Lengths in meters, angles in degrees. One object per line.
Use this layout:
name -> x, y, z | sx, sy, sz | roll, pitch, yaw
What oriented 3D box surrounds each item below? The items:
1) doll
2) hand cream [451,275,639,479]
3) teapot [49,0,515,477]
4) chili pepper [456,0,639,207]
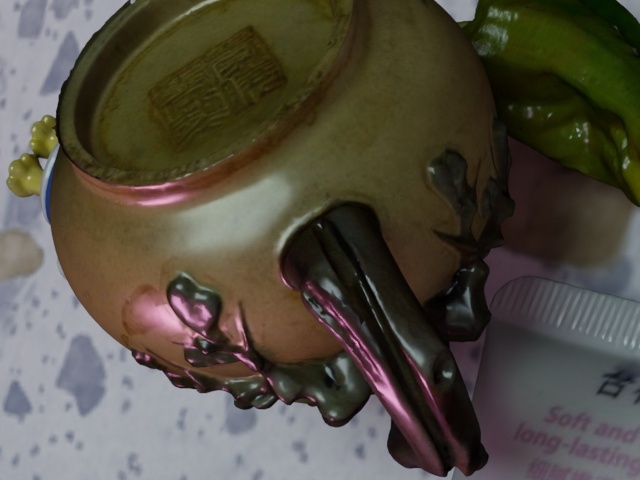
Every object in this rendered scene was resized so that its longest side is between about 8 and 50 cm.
doll -> -0.081, -0.020, 0.813 | 0.143, 0.057, 0.099 | 21, 76, 33
hand cream -> 0.081, 0.193, 0.610 | 0.185, 0.118, 0.359 | 12, 77, 43
teapot -> 0.000, 0.000, 0.670 | 0.173, 0.182, 0.269 | -34, 41, -2
chili pepper -> 0.095, -0.061, 0.682 | 0.073, 0.072, 0.204 | -42, 48, -3
